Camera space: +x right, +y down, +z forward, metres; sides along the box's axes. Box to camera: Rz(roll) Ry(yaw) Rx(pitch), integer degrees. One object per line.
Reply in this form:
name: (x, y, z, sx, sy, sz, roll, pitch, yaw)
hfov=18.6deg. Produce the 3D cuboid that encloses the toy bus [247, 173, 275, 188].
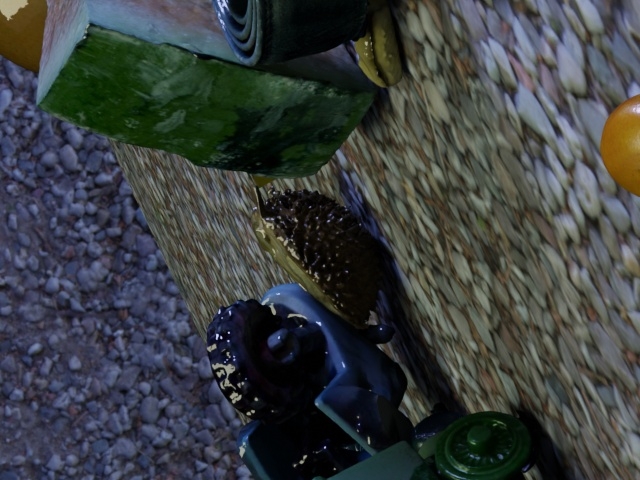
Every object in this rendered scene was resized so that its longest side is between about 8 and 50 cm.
toy bus: (-0.071, -0.141, 1.974, 0.081, 0.074, 0.226, 59, 169, 30)

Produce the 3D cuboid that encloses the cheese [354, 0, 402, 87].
cheese: (0.040, -0.156, 1.505, 0.044, 0.030, 0.083, 54, 163, 46)

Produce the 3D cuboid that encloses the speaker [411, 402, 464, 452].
speaker: (0.118, 0.202, 1.910, 0.075, 0.060, 0.094, 69, 169, -20)

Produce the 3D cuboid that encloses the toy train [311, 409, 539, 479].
toy train: (0.130, 0.265, 1.618, 0.266, 0.202, 0.145, 48, 159, 48)

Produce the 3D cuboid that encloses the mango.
mango: (0.182, -0.051, 1.034, 0.060, 0.046, 0.089, 63, 157, -10)

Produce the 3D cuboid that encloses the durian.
durian: (0.000, 0.000, 1.904, 0.188, 0.091, 0.148, 44, 178, -26)

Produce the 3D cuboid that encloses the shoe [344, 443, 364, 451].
shoe: (0.047, 0.264, 2.390, 0.143, 0.071, 0.064, 52, 166, 32)

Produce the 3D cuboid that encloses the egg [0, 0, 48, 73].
egg: (-0.261, -0.297, 2.040, 0.250, 0.250, 0.322, 67, 173, -17)

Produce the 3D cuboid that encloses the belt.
belt: (-0.043, -0.234, 1.465, 0.267, 0.116, 0.206, 113, 140, -74)

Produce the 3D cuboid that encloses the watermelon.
watermelon: (-0.108, -0.157, 1.673, 0.302, 0.264, 0.151, -111, 40, -53)

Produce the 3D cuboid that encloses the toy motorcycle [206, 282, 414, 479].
toy motorcycle: (0.041, 0.198, 1.996, 0.416, 0.172, 0.232, 50, -152, -14)
